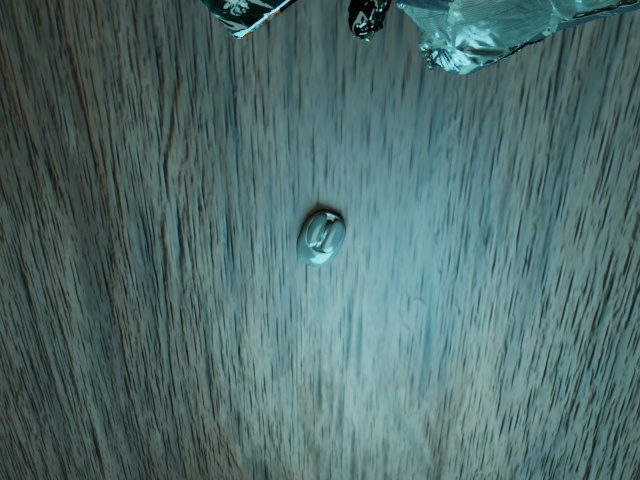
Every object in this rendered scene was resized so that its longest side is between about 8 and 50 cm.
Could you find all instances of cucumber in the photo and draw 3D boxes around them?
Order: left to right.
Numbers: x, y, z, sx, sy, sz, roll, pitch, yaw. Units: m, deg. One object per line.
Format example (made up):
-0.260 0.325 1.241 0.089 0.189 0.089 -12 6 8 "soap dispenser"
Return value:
0.079 -0.322 0.966 0.053 0.053 0.181 22 127 -5 "cucumber"

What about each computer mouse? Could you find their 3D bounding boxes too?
-0.001 0.002 1.230 0.066 0.039 0.096 23 127 -6 "computer mouse"

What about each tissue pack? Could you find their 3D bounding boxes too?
-0.049 -0.322 0.960 0.170 0.103 0.090 -32 112 31 "tissue pack"

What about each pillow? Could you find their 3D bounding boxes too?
0.254 -0.297 0.922 0.335 0.092 0.161 -20 125 23 "pillow"
